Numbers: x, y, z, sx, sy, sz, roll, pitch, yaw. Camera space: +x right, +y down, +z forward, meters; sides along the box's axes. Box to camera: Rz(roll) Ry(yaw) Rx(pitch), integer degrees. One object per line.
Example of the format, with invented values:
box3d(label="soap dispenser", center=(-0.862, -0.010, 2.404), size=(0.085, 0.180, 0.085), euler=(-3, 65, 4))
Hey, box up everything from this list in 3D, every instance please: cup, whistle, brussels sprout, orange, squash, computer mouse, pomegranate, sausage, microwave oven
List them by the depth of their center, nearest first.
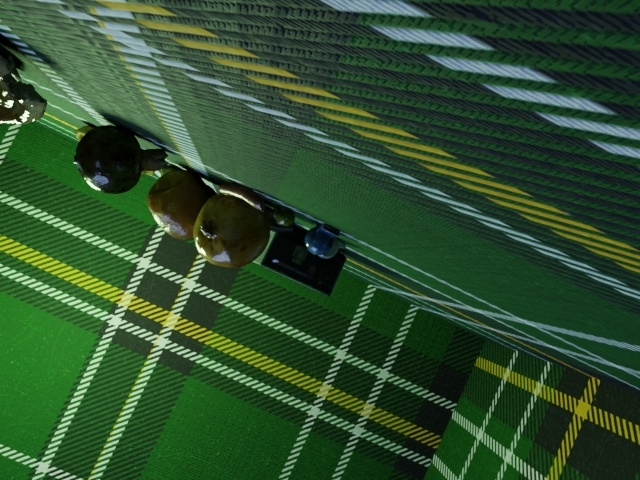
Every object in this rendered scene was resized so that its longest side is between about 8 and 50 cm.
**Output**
box3d(label="pomegranate", center=(-0.544, -0.222, 1.717), size=(0.247, 0.202, 0.202), euler=(-6, -172, -21))
box3d(label="sausage", center=(-0.215, -0.125, 1.721), size=(0.176, 0.047, 0.040), euler=(23, -169, 38))
box3d(label="whistle", center=(0.000, 0.000, 1.766), size=(0.090, 0.090, 0.158), euler=(26, 176, -11))
box3d(label="brussels sprout", center=(-0.111, -0.069, 1.796), size=(0.051, 0.046, 0.083), euler=(-23, -152, -34))
box3d(label="pomegranate", center=(-0.267, -0.033, 1.881), size=(0.248, 0.248, 0.248), euler=(25, 176, 2))
box3d(label="cup", center=(0.023, 0.014, 1.990), size=(0.104, 0.074, 0.116), euler=(-3, -174, -12))
box3d(label="orange", center=(-0.420, -0.115, 2.012), size=(0.249, 0.183, 0.249), euler=(50, -162, -23))
box3d(label="computer mouse", center=(-0.182, -0.067, 2.083), size=(0.126, 0.071, 0.231), euler=(21, 175, 46))
box3d(label="squash", center=(-0.509, -0.214, 2.211), size=(0.069, 0.069, 0.239), euler=(25, 175, 5))
box3d(label="microwave oven", center=(-0.086, 0.057, 2.321), size=(0.295, 0.181, 0.237), euler=(27, 174, -21))

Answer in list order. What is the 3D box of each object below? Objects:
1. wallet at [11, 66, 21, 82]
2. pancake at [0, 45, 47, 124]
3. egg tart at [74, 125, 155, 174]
box3d(label="wallet", center=(-0.805, -0.416, 1.376), size=(0.335, 0.068, 0.275), euler=(31, 167, -30))
box3d(label="pancake", center=(-0.723, -0.344, 1.236), size=(0.382, 0.071, 0.382), euler=(19, 160, 7))
box3d(label="egg tart", center=(-0.705, -0.282, 2.135), size=(0.290, 0.115, 0.290), euler=(25, 171, 4))
